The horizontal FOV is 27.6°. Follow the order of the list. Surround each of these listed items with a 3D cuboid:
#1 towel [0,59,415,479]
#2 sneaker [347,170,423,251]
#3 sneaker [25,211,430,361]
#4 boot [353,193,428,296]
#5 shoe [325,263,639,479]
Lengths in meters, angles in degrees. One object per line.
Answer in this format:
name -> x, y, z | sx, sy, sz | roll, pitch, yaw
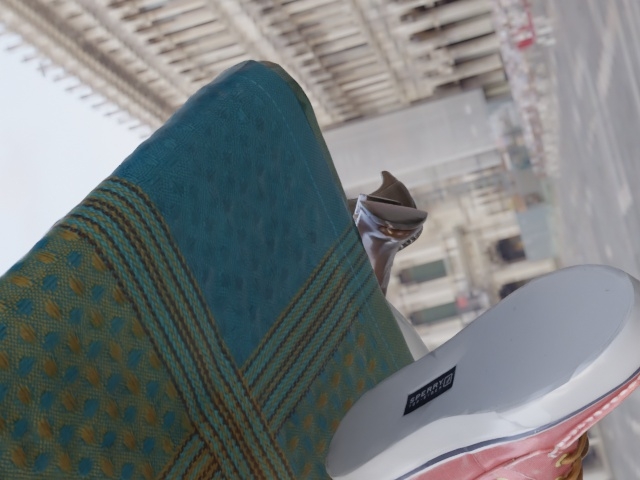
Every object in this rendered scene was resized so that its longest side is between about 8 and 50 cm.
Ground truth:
towel -> -0.057, 0.116, 0.523 | 0.370, 0.040, 0.271 | -51, -55, -48
sneaker -> 0.000, 0.000, 1.203 | 0.066, 0.188, 0.071 | 56, -168, -64
sneaker -> -0.092, 0.099, 1.006 | 0.236, 0.323, 0.130 | -51, -4, -33
boot -> 0.027, 0.035, 0.704 | 0.106, 0.037, 0.114 | -102, 24, -84
shoe -> 0.083, 0.073, 0.504 | 0.081, 0.178, 0.063 | 35, -131, -17
